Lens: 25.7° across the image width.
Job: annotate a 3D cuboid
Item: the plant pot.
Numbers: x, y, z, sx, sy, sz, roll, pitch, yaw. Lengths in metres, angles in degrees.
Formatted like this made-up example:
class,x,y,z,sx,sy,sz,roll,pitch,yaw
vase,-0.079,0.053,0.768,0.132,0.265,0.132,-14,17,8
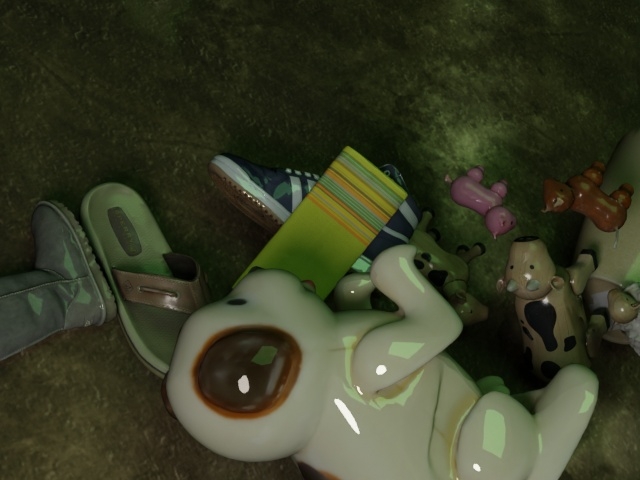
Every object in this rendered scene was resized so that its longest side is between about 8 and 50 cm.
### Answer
class,x,y,z,sx,sy,sz,roll,pitch,yaw
plant pot,0.472,0.011,1.998,0.256,0.256,0.274,38,57,6

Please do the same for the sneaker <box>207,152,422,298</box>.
class,x,y,z,sx,sy,sz,roll,pitch,yaw
sneaker,0.001,-0.063,1.825,0.282,0.099,0.153,35,78,-6

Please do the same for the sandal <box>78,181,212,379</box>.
class,x,y,z,sx,sy,sz,roll,pitch,yaw
sandal,-0.190,0.050,1.659,0.120,0.086,0.303,-22,72,-40

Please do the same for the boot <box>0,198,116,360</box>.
class,x,y,z,sx,sy,sz,roll,pitch,yaw
boot,-0.356,0.049,1.590,0.208,0.076,0.190,-18,60,-32

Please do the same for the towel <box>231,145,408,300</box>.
class,x,y,z,sx,sy,sz,roll,pitch,yaw
towel,0.000,0.000,1.762,0.102,0.021,0.237,40,80,-3

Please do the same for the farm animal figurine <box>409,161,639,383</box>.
class,x,y,z,sx,sy,sz,roll,pitch,yaw
farm animal figurine,0.269,0.059,1.837,0.327,0.330,0.172,59,39,-14

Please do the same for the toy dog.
class,x,y,z,sx,sy,sz,roll,pitch,yaw
toy dog,0.023,0.193,1.548,0.407,0.284,0.395,31,80,-14
